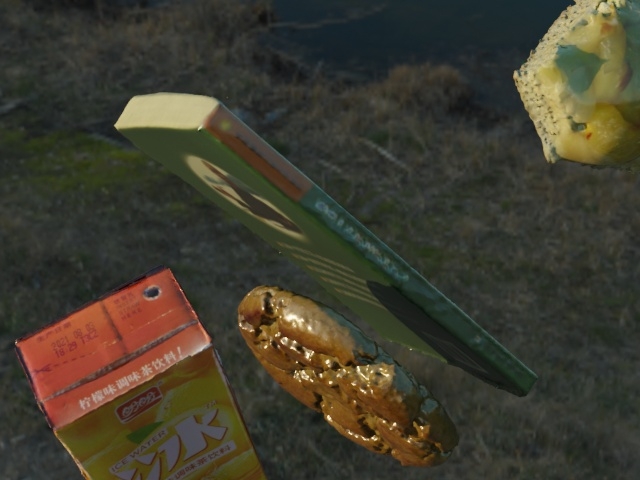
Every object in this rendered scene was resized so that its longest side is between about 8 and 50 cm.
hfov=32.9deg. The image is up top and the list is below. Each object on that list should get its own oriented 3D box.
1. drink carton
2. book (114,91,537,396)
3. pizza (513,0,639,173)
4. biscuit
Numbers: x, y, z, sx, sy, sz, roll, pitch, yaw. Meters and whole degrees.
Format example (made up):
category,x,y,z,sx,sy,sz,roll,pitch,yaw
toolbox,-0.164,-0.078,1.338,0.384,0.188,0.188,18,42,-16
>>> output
category,x,y,z,sx,sy,sz,roll,pitch,yaw
drink carton,-0.096,0.120,0.657,0.096,0.223,0.071,-28,54,-12
book,0.000,0.000,0.961,0.043,0.371,0.260,-54,24,-9
pizza,0.254,-0.113,0.860,0.080,0.204,0.188,8,42,47
biscuit,0.018,0.117,0.898,0.226,0.226,0.042,27,68,32
